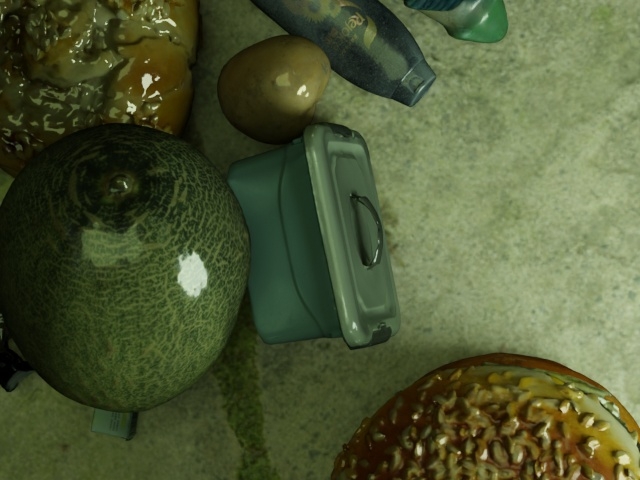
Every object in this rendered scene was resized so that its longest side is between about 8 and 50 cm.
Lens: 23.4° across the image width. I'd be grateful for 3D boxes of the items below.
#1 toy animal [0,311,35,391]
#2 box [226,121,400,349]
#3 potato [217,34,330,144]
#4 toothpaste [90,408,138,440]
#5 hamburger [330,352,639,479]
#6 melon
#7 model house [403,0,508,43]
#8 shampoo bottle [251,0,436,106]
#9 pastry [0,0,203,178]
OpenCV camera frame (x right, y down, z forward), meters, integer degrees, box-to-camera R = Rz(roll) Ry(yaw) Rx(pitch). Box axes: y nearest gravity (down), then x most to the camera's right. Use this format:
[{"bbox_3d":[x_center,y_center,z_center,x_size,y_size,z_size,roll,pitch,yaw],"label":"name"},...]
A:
[{"bbox_3d":[-0.360,0.085,1.671,0.202,0.070,0.105,34,84,13],"label":"toy animal"},{"bbox_3d":[0.000,0.000,1.559,0.130,0.162,0.227,-11,88,19],"label":"box"},{"bbox_3d":[-0.048,-0.154,1.580,0.112,0.147,0.112,6,76,-24],"label":"potato"},{"bbox_3d":[-0.207,0.130,1.650,0.046,0.034,0.164,10,91,10],"label":"toothpaste"},{"bbox_3d":[0.168,0.271,1.477,0.330,0.250,0.330,0,88,10],"label":"hamburger"},{"bbox_3d":[-0.189,0.031,1.475,0.248,0.329,0.248,5,57,-7],"label":"melon"},{"bbox_3d":[0.156,-0.358,1.518,0.284,0.243,0.298,32,122,-16],"label":"model house"},{"bbox_3d":[0.018,-0.228,1.610,0.234,0.049,0.087,41,99,8],"label":"shampoo bottle"},{"bbox_3d":[-0.246,-0.191,1.569,0.255,0.162,0.311,3,102,-9],"label":"pastry"}]
